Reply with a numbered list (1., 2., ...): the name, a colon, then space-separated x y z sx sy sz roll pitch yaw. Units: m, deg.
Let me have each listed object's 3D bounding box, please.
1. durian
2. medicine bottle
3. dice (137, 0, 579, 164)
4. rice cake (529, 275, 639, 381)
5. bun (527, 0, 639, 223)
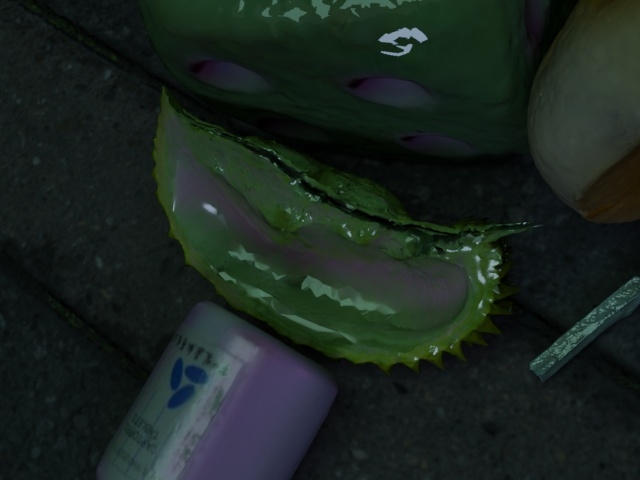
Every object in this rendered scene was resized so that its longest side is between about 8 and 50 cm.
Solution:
1. durian: 0.000 0.000 0.987 0.352 0.169 0.158 25 71 14
2. medicine bottle: -0.105 0.191 0.978 0.152 0.152 0.254 29 84 27
3. dice: 0.055 -0.253 0.973 0.322 0.330 0.318 9 80 23
4. rice cake: 0.226 0.074 0.959 0.121 0.022 0.021 -41 61 4
5. bun: 0.284 -0.143 0.845 0.299 0.299 0.165 -23 71 13
